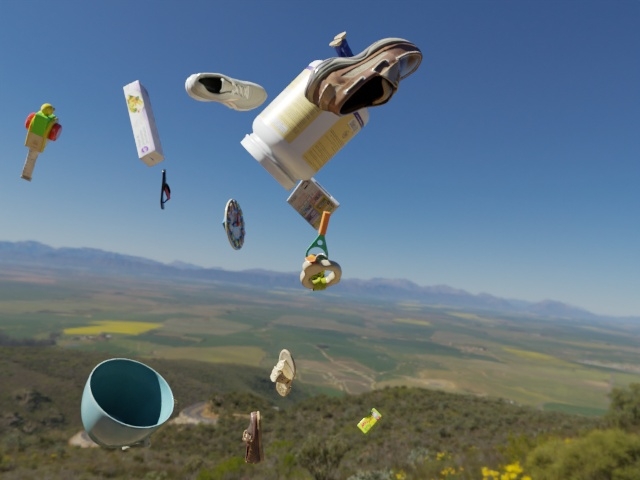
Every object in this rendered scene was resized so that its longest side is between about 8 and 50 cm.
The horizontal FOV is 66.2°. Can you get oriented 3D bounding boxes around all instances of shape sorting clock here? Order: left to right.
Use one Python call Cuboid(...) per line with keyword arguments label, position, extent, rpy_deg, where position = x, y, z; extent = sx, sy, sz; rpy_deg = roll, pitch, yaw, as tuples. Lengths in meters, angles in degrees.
Cuboid(label="shape sorting clock", position=(-0.339, -0.064, 1.970), extent=(0.040, 0.207, 0.206), rpy_deg=(-9, -8, 13))

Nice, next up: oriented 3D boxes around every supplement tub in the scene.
Cuboid(label="supplement tub", position=(-0.046, -0.331, 1.449), extent=(0.241, 0.331, 0.241), rpy_deg=(46, 3, -3))

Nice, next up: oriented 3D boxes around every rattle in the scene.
Cuboid(label="rattle", position=(-0.012, 0.050, 1.435), extent=(0.130, 0.143, 0.200), rpy_deg=(-9, -34, 18))

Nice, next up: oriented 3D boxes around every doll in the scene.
Cuboid(label="doll", position=(0.092, -0.505, 1.444), extent=(0.046, 0.129, 0.189), rpy_deg=(-6, -47, 39))

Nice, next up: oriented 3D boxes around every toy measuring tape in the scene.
Cuboid(label="toy measuring tape", position=(-1.061, -0.378, 1.861), extent=(0.121, 0.330, 0.121), rpy_deg=(25, 30, -16))

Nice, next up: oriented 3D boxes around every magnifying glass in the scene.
Cuboid(label="magnifying glass", position=(0.000, 0.000, 1.930), extent=(0.092, 0.231, 0.026), rpy_deg=(15, 11, 6))

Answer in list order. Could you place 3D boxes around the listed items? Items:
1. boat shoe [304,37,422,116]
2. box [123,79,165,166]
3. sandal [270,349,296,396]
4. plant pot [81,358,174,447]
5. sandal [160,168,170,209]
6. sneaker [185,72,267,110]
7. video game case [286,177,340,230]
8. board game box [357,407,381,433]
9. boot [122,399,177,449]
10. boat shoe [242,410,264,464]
Cuboid(label="boat shoe", position=(0.115, -0.345, 1.075), extent=(0.324, 0.116, 0.123), rpy_deg=(-31, -24, -27))
Cuboid(label="box", position=(-0.605, -0.404, 1.678), extent=(0.063, 0.324, 0.067), rpy_deg=(-24, -24, 6))
Cuboid(label="sandal", position=(-0.158, 0.542, 1.929), extent=(0.088, 0.240, 0.079), rpy_deg=(31, 41, 30))
Cuboid(label="plant pot", position=(-0.666, 0.569, 1.633), extent=(0.290, 0.196, 0.290), rpy_deg=(33, 15, -10))
Cuboid(label="sandal", position=(-0.646, -0.209, 2.055), extent=(0.040, 0.179, 0.067), rpy_deg=(5, 25, -18))
Cuboid(label="sneaker", position=(-0.288, -0.476, 1.565), extent=(0.262, 0.100, 0.121), rpy_deg=(-1, 6, -25))
Cuboid(label="video game case", position=(-0.034, -0.164, 2.139), extent=(0.193, 0.023, 0.212), rpy_deg=(45, -40, 1))
Cuboid(label="board game box", position=(0.200, 0.730, 1.966), extent=(0.043, 0.092, 0.181), rpy_deg=(42, -13, 23))
Cuboid(label="boot", position=(-0.640, 0.686, 1.846), extent=(0.213, 0.165, 0.077), rpy_deg=(2, -15, -38))
Cuboid(label="boat shoe", position=(-0.240, 0.702, 1.736), extent=(0.072, 0.207, 0.073), rpy_deg=(-2, 14, -5))
